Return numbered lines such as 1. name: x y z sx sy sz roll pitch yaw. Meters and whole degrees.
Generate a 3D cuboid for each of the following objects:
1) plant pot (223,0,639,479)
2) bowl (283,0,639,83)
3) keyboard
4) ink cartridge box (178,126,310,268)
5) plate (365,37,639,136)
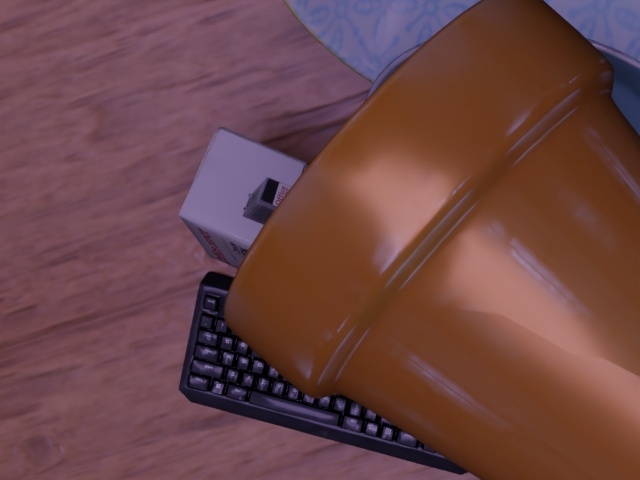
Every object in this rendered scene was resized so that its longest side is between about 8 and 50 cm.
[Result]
1. plant pot: 0.094 0.024 0.771 0.188 0.205 0.205 42 102 10
2. bowl: 0.120 -0.199 0.862 0.289 0.289 0.156 13 57 8
3. keyboard: 0.013 0.064 0.997 0.180 0.023 0.108 14 99 7
4. ink cartridge box: 0.000 0.000 0.941 0.135 0.099 0.056 23 80 13
5. plate: 0.116 -0.053 0.911 0.188 0.188 0.024 12 57 9
